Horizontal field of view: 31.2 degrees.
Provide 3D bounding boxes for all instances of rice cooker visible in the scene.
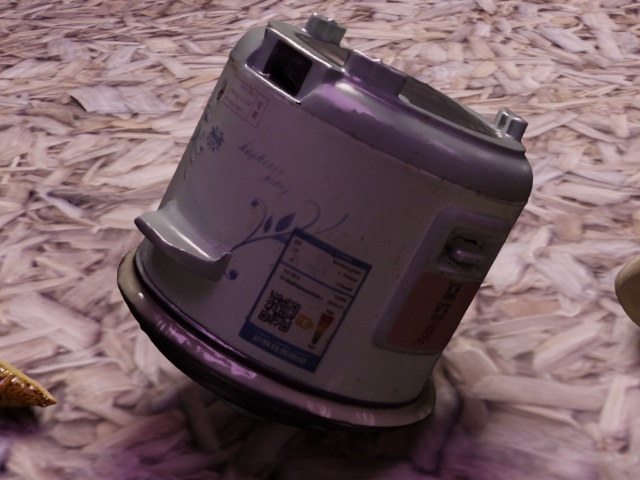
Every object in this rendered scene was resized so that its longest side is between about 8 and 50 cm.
[{"bbox_3d":[0.000,0.000,0.857,0.317,0.316,0.264,-25,46,-33],"label":"rice cooker"}]

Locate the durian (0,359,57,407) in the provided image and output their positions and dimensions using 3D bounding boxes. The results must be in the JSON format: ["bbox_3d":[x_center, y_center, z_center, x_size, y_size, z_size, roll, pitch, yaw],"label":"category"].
[{"bbox_3d":[-0.317,0.103,0.918,0.224,0.078,0.140,1,29,12],"label":"durian"}]

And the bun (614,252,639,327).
[{"bbox_3d":[0.333,0.030,0.923,0.173,0.166,0.113,-24,77,-20],"label":"bun"}]
